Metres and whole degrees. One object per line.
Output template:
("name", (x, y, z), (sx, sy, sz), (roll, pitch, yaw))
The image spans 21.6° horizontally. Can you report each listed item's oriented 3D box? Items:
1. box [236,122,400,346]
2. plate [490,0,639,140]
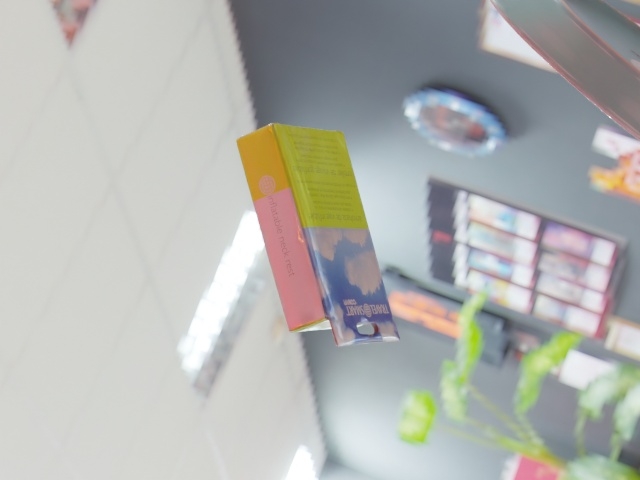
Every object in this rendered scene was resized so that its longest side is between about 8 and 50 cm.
("box", (0.000, 0.000, 1.312), (0.109, 0.042, 0.178), (0, -108, -60))
("plate", (0.166, -0.091, 0.888), (0.024, 0.188, 0.188), (-52, -7, 20))
